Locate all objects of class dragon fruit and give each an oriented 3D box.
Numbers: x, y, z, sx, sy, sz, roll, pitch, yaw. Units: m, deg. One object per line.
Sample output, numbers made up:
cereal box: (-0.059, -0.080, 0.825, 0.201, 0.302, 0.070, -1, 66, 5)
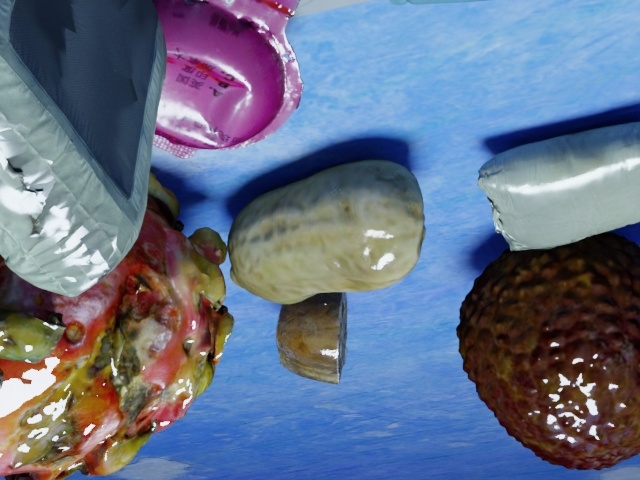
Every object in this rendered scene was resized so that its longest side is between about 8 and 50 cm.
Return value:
dragon fruit: (-0.210, 0.051, 0.955, 0.263, 0.314, 0.296, -9, 136, -24)

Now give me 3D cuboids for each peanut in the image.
peanut: (0.000, 0.000, 0.990, 0.253, 0.122, 0.137, -16, 162, 34)

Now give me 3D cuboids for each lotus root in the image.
lotus root: (-0.004, 0.108, 1.244, 0.081, 0.112, 0.122, 8, 146, 11)

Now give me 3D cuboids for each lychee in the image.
lychee: (0.281, 0.114, 1.114, 0.261, 0.260, 0.260, -2, 156, -1)

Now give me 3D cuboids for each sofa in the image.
sofa: (-0.209, -0.104, 0.590, 0.176, 0.225, 0.210, -7, 148, 14)

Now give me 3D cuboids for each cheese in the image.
cheese: (-0.075, -0.144, 0.725, 0.155, 0.062, 0.244, 23, 136, -14)

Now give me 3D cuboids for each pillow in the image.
pillow: (0.245, -0.052, 0.943, 0.181, 0.077, 0.134, -13, 153, 20)

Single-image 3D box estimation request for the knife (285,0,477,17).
knife: (0.025, -0.180, 0.713, 0.244, 0.032, 0.058, -4, 154, 16)
